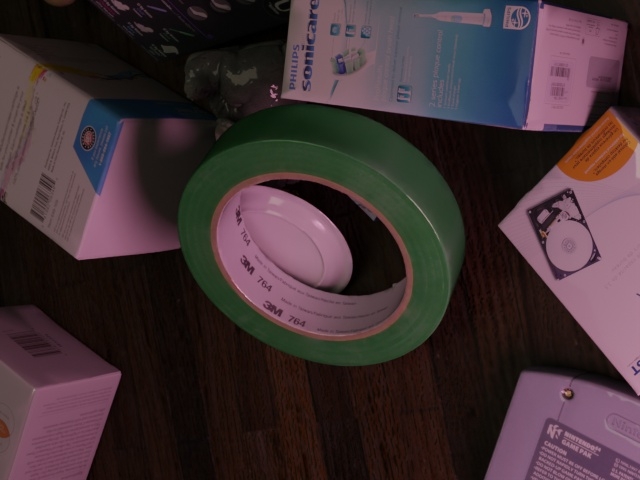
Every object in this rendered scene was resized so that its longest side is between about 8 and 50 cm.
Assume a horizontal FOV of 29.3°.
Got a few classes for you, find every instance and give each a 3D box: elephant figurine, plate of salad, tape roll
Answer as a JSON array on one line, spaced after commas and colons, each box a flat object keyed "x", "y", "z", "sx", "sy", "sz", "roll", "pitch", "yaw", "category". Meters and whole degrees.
[{"x": -0.073, "y": -0.122, "z": 1.509, "sx": 0.169, "sy": 0.186, "sz": 0.239, "roll": -10, "pitch": 100, "yaw": -6, "category": "elephant figurine"}, {"x": -0.052, "y": 0.002, "z": 1.502, "sx": 0.199, "sy": 0.048, "sz": 0.200, "roll": 15, "pitch": 138, "yaw": 14, "category": "plate of salad"}, {"x": 0.000, "y": 0.000, "z": 1.383, "sx": 0.321, "sy": 0.077, "sz": 0.321, "roll": 12, "pitch": 131, "yaw": 14, "category": "tape roll"}]

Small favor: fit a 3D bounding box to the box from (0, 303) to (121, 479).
[{"x": -0.464, "y": 0.298, "z": 1.794, "sx": 0.215, "sy": 0.168, "sz": 0.345, "roll": 32, "pitch": 111, "yaw": 30, "category": "box"}]

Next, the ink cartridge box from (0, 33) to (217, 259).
[{"x": -0.312, "y": -0.129, "z": 1.634, "sx": 0.270, "sy": 0.197, "sz": 0.198, "roll": 33, "pitch": 112, "yaw": 30, "category": "ink cartridge box"}]

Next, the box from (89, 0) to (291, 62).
[{"x": -0.128, "y": -0.344, "z": 1.482, "sx": 0.270, "sy": 0.143, "sz": 0.165, "roll": -9, "pitch": 53, "yaw": 37, "category": "box"}]

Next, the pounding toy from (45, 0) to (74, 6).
[{"x": -0.304, "y": -0.434, "z": 1.632, "sx": 0.154, "sy": 0.155, "sz": 0.270, "roll": 26, "pitch": 108, "yaw": 37, "category": "pounding toy"}]

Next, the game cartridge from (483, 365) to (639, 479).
[{"x": 0.323, "y": 0.257, "z": 1.286, "sx": 0.297, "sy": 0.062, "sz": 0.198, "roll": 26, "pitch": 104, "yaw": 32, "category": "game cartridge"}]

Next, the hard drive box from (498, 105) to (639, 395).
[{"x": 0.326, "y": 0.007, "z": 1.243, "sx": 0.232, "sy": 0.089, "sz": 0.181, "roll": 52, "pitch": 121, "yaw": 21, "category": "hard drive box"}]

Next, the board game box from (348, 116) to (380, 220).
[{"x": 0.062, "y": -0.086, "z": 1.472, "sx": 0.090, "sy": 0.020, "sz": 0.090, "roll": 45, "pitch": 118, "yaw": 24, "category": "board game box"}]

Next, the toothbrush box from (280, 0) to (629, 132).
[{"x": 0.140, "y": -0.190, "z": 1.288, "sx": 0.295, "sy": 0.216, "sz": 0.126, "roll": 13, "pitch": 100, "yaw": 34, "category": "toothbrush box"}]
